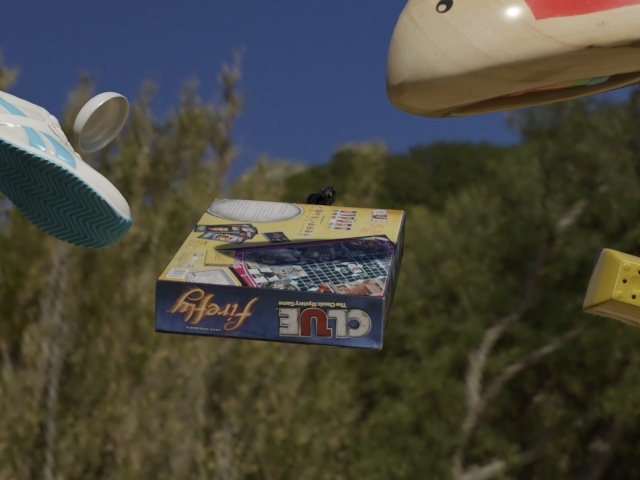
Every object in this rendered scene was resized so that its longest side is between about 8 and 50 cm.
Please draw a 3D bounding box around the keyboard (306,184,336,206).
[{"bbox_3d":[0.000,0.000,1.671,0.023,0.108,0.180,6,6,13],"label":"keyboard"}]

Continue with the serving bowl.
[{"bbox_3d":[-0.272,-0.148,2.071,0.083,0.027,0.083,-42,-24,-23],"label":"serving bowl"}]

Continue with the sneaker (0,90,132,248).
[{"bbox_3d":[-0.271,-0.080,1.634,0.092,0.228,0.087,-47,-11,-51],"label":"sneaker"}]

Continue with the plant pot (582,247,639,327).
[{"bbox_3d":[0.364,0.054,2.001,0.081,0.081,0.083,16,-5,0],"label":"plant pot"}]

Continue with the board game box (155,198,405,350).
[{"bbox_3d":[-0.023,0.021,1.308,0.165,0.042,0.243,4,16,6],"label":"board game box"}]

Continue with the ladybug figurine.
[{"bbox_3d":[0.266,-0.252,2.014,0.449,0.162,0.305,-10,-3,-38],"label":"ladybug figurine"}]
